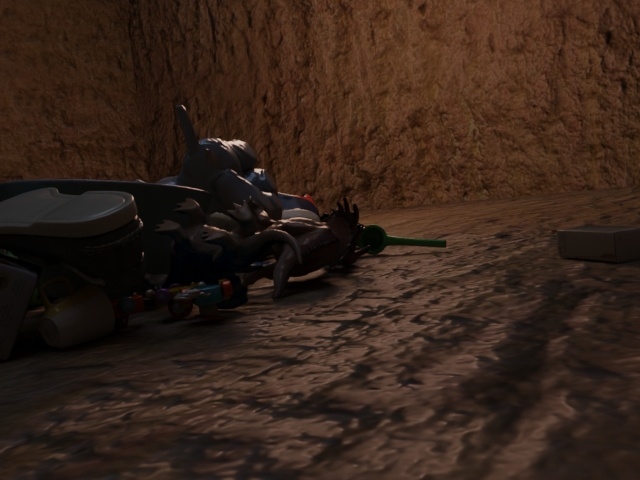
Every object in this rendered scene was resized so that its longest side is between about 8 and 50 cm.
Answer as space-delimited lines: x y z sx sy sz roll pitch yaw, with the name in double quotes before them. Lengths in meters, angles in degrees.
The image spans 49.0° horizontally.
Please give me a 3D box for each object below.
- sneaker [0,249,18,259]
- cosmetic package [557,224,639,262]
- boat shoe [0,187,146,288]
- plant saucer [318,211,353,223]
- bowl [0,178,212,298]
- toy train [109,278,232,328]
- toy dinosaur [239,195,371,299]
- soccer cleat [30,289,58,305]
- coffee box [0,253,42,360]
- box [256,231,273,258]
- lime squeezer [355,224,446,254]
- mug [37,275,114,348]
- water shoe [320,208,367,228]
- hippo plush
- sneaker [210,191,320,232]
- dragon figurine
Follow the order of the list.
"sneaker" -0.528 0.006 1.154 0.256 0.094 0.151 -48 -8 36
"cosmetic package" 0.382 0.003 0.953 0.060 0.041 0.115 -8 5 -17
"boat shoe" -0.321 0.001 0.833 0.319 0.099 0.116 3 29 39
"plant saucer" 0.000 0.000 1.323 0.168 0.029 0.168 -25 15 7
"bowl" -0.322 0.003 1.058 0.311 0.163 0.311 0 -2 0
"toy train" -0.180 0.080 0.824 0.166 0.046 0.125 -7 4 35
"toy dinosaur" -0.015 0.006 1.058 0.200 0.127 0.295 0 10 -1
"soccer cleat" -0.469 0.079 1.202 0.072 0.060 0.179 3 11 0
"coffee box" -0.441 0.039 0.755 0.246 0.098 0.141 20 -5 -20
"box" -0.231 0.023 1.473 0.233 0.059 0.183 -4 8 21
"lime squeezer" 0.105 0.006 1.357 0.110 0.059 0.310 25 -12 -26
"mug" -0.278 0.085 0.774 0.078 0.062 0.064 29 30 22
"water shoe" 0.048 -0.032 1.621 0.073 0.080 0.203 -11 6 -38
"hippo plush" -0.233 -0.071 1.383 0.236 0.234 0.294 -36 -17 14
"sneaker" -0.175 -0.054 1.651 0.350 0.131 0.148 1 39 -3
"dragon figurine" -0.120 0.029 0.898 0.289 0.144 0.085 4 40 28
